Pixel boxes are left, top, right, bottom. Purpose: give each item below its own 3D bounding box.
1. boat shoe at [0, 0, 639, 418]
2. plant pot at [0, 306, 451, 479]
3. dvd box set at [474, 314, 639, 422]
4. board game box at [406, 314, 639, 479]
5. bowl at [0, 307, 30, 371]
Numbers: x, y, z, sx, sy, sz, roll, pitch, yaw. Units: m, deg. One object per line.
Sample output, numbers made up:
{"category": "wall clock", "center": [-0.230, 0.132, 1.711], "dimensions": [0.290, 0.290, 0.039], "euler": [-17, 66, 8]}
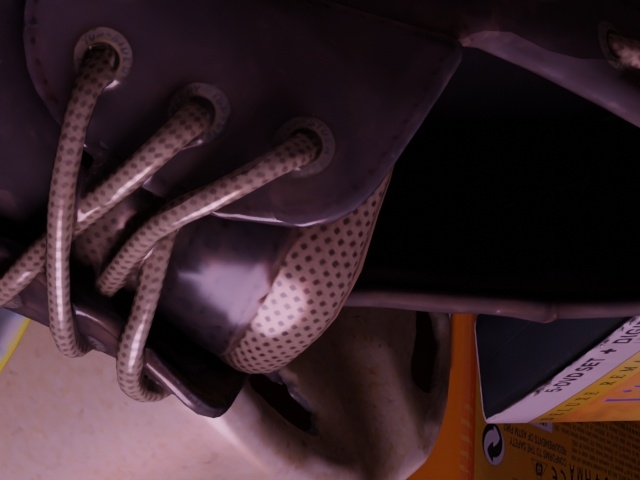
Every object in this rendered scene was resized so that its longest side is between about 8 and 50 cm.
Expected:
{"category": "boat shoe", "center": [-0.024, -0.039, 0.359], "dimensions": [0.355, 0.130, 0.132], "euler": [-3, 141, -26]}
{"category": "plant pot", "center": [-0.125, 0.044, 0.708], "dimensions": [0.305, 0.334, 0.334], "euler": [-22, 150, 30]}
{"category": "dvd box set", "center": [0.310, 0.016, 0.706], "dimensions": [0.420, 0.062, 0.307], "euler": [0, 161, -13]}
{"category": "board game box", "center": [0.049, 0.265, 1.189], "dimensions": [0.356, 0.356, 0.356], "euler": [-11, 156, 35]}
{"category": "bowl", "center": [-0.230, -0.043, 0.524], "dimensions": [0.289, 0.289, 0.156], "euler": [9, 179, -16]}
